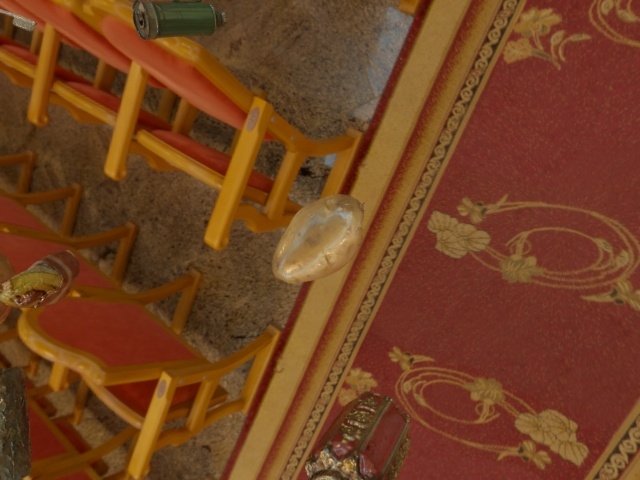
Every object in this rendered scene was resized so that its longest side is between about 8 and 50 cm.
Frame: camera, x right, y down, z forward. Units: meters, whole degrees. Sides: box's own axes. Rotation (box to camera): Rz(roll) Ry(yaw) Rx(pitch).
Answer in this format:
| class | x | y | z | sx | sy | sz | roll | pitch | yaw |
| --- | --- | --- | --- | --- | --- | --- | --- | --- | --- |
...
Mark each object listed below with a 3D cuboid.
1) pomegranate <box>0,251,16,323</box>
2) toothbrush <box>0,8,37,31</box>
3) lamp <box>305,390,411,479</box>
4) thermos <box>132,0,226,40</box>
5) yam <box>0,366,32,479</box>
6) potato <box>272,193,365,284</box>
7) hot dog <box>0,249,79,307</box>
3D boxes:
| class | x | y | z | sx | sy | sz | roll | pitch | yaw |
| --- | --- | --- | --- | --- | --- | --- | --- | --- | --- |
| pomegranate | -0.870 | 0.127 | 0.993 | 0.322 | 0.322 | 0.322 | 1 | 92 | 29 |
| toothbrush | -0.515 | -0.349 | 0.642 | 0.194 | 0.014 | 0.017 | 19 | 94 | -9 |
| lamp | 0.086 | 0.437 | 0.917 | 0.177 | 0.274 | 0.177 | 8 | 107 | 28 |
| thermos | -0.289 | -0.468 | 0.928 | 0.073 | 0.187 | 0.083 | -31 | 83 | 53 |
| yam | -0.549 | 0.314 | 0.750 | 0.107 | 0.107 | 0.183 | -17 | 75 | 28 |
| potato | 0.003 | 0.003 | 0.963 | 0.161 | 0.128 | 0.235 | 29 | 84 | 25 |
| hot dog | -0.576 | 0.088 | 0.931 | 0.123 | 0.261 | 0.093 | -38 | 105 | 6 |
